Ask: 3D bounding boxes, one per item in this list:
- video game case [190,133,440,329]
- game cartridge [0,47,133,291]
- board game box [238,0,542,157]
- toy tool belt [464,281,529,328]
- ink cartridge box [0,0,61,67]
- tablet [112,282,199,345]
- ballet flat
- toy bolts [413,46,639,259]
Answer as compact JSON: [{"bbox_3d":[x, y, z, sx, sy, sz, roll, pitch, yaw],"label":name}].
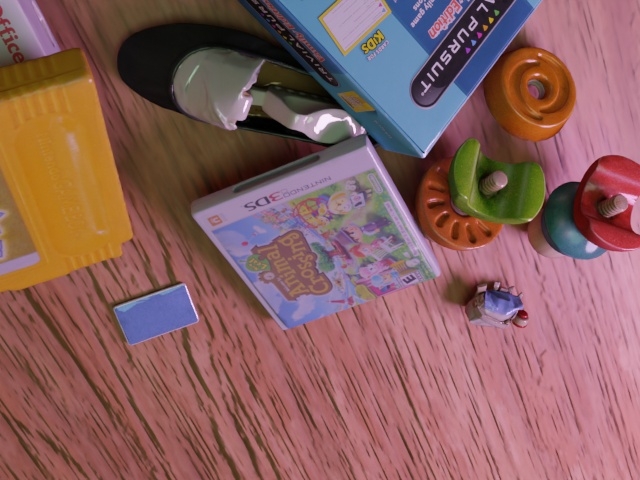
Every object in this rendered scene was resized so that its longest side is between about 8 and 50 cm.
[{"bbox_3d":[0.000,0.000,1.072,0.193,0.023,0.212,-20,134,15],"label":"video game case"},{"bbox_3d":[-0.340,-0.025,0.921,0.324,0.052,0.285,-17,151,-11],"label":"game cartridge"},{"bbox_3d":[0.044,-0.279,0.914,0.336,0.079,0.254,43,80,-28],"label":"board game box"},{"bbox_3d":[0.213,0.075,1.200,0.083,0.052,0.051,8,123,-18],"label":"toy tool belt"},{"bbox_3d":[-0.342,-0.145,0.916,0.212,0.093,0.154,-23,130,-3],"label":"ink cartridge box"},{"bbox_3d":[-0.180,0.081,1.132,0.083,0.006,0.054,-19,119,-4],"label":"tablet"},{"bbox_3d":[-0.054,-0.144,0.995,0.280,0.096,0.095,9,115,-18],"label":"ballet flat"},{"bbox_3d":[0.223,-0.067,1.112,0.228,0.158,0.218,23,69,-13],"label":"toy bolts"}]
